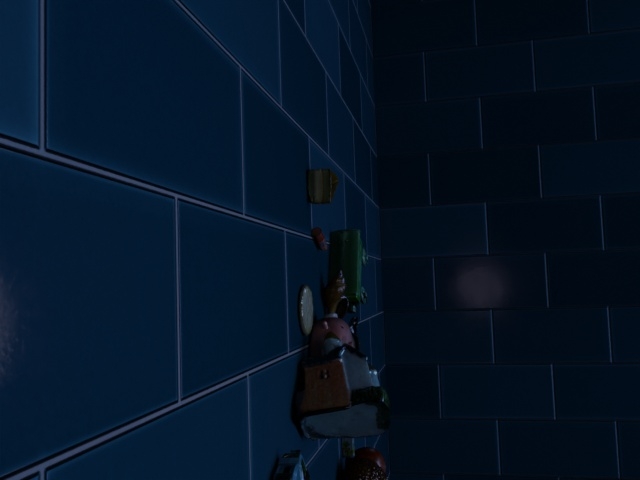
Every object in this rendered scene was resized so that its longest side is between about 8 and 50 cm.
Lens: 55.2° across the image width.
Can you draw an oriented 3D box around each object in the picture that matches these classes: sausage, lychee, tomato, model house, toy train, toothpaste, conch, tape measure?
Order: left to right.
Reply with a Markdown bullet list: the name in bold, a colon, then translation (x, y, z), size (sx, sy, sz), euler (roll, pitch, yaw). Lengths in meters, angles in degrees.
- **tape measure**: translation (-0.066, 0.586, 1.439), size (0.146, 0.081, 0.125), euler (-59, 142, -69)
- **sausage**: translation (0.000, 0.000, 2.008), size (0.129, 0.034, 0.034), euler (65, 25, -60)
- **conch**: translation (0.052, 0.206, 2.098), size (0.080, 0.086, 0.232), euler (-109, -168, -59)
- **model house**: translation (0.055, 0.394, 1.736), size (0.184, 0.253, 0.291), euler (78, 4, -50)
- **toothpaste**: translation (0.101, 0.732, 2.296), size (0.034, 0.046, 0.164), euler (2, 85, -75)
- **toy train**: translation (0.105, 0.115, 2.285), size (0.202, 0.120, 0.300), euler (59, 30, -59)
- **lychee**: translation (0.155, 0.879, 2.205), size (0.194, 0.195, 0.194), euler (-3, 90, -78)
- **tomato**: translation (0.180, 0.889, 2.384), size (0.167, 0.168, 0.167), euler (-3, 90, -78)

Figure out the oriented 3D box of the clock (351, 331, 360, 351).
- **clock**: translation (0.081, 0.403, 2.124), size (0.185, 0.040, 0.184), euler (-25, 120, -54)

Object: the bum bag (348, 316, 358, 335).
- **bum bag**: translation (0.091, 0.372, 2.244), size (0.248, 0.060, 0.123), euler (-32, 129, -59)

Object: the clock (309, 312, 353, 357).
- **clock**: translation (0.050, 0.349, 1.921), size (0.227, 0.143, 0.241), euler (40, 45, -74)

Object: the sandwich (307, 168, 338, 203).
- **sandwich**: translation (0.010, -0.163, 1.993), size (0.163, 0.080, 0.113), euler (28, 62, -78)

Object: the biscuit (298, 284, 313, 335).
- **biscuit**: translation (-0.040, 0.204, 1.800), size (0.152, 0.020, 0.151), euler (-2, 90, -78)
